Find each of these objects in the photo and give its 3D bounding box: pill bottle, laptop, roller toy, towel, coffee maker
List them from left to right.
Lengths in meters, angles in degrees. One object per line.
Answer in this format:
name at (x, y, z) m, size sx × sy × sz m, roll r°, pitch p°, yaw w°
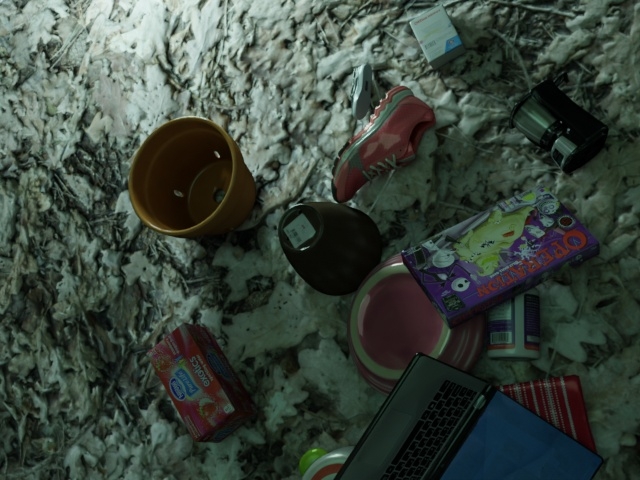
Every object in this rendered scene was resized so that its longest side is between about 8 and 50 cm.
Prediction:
roller toy at (0.060, 0.538, 1.848) m, size 0.191 × 0.146 × 0.209 m, roll -6°, pitch 82°, yaw 14°
laptop at (0.260, 0.468, 1.646) m, size 0.236 × 0.408 × 0.382 m, roll 36°, pitch 95°, yaw 44°
pill bottle at (0.400, 0.150, 1.819) m, size 0.108 × 0.108 × 0.193 m, roll -3°, pitch 76°, yaw 23°
towel at (0.400, 0.384, 1.750) m, size 0.275 × 0.031 × 0.198 m, roll -11°, pitch 88°, yaw 8°
coffee maker at (0.521, -0.254, 1.861) m, size 0.171 × 0.120 × 0.178 m, roll -46°, pitch 65°, yaw 6°

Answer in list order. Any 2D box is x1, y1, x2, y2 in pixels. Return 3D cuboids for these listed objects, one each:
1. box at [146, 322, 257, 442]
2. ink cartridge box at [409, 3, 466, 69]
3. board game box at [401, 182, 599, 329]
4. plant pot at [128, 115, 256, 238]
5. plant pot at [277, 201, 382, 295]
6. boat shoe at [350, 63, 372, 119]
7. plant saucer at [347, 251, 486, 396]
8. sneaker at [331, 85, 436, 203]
box at (-0.278, 0.334, 2.055) m, size 0.128 × 0.123 × 0.257 m, roll -40°, pitch 66°, yaw 11°
ink cartridge box at (0.276, -0.479, 2.059) m, size 0.089 × 0.052 × 0.122 m, roll -27°, pitch 69°, yaw 15°
board game box at (0.365, 0.026, 1.801) m, size 0.347 × 0.056 × 0.208 m, roll -26°, pitch 52°, yaw -8°
plant pot at (-0.287, -0.132, 2.130) m, size 0.291 × 0.203 × 0.290 m, roll -6°, pitch 75°, yaw 23°
plant pot at (0.000, 0.000, 1.959) m, size 0.215 × 0.230 × 0.215 m, roll -5°, pitch 76°, yaw 22°
boat shoe at (0.094, -0.357, 2.114) m, size 0.040 × 0.049 × 0.142 m, roll 0°, pitch 75°, yaw 43°
plant saucer at (0.188, 0.177, 1.883) m, size 0.332 × 0.084 × 0.332 m, roll -10°, pitch 71°, yaw 32°
sneaker at (0.144, -0.204, 2.011) m, size 0.136 × 0.116 × 0.313 m, roll 36°, pitch 91°, yaw 24°
